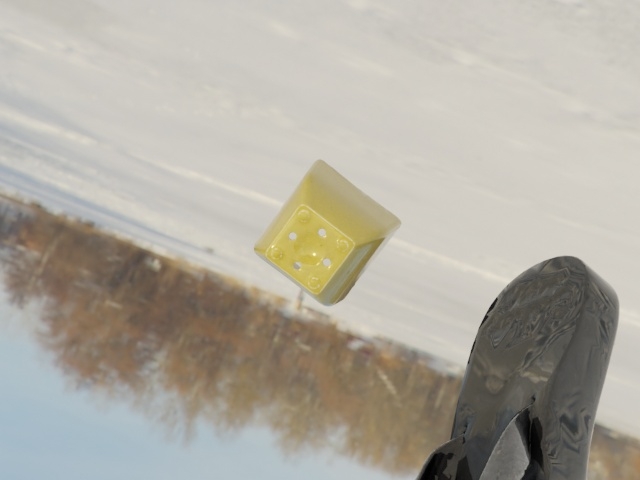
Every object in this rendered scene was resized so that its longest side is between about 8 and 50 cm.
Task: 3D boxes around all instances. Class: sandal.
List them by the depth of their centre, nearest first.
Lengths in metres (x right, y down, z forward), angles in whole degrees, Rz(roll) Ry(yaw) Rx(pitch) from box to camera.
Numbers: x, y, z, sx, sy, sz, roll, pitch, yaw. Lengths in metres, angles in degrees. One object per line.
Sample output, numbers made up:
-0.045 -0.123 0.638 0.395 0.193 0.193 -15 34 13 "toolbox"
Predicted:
0.066 0.105 0.452 0.054 0.254 0.097 37 134 -20 "sandal"

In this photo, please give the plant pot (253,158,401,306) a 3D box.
0.000 0.000 0.796 0.081 0.081 0.083 37 -166 1 "plant pot"
